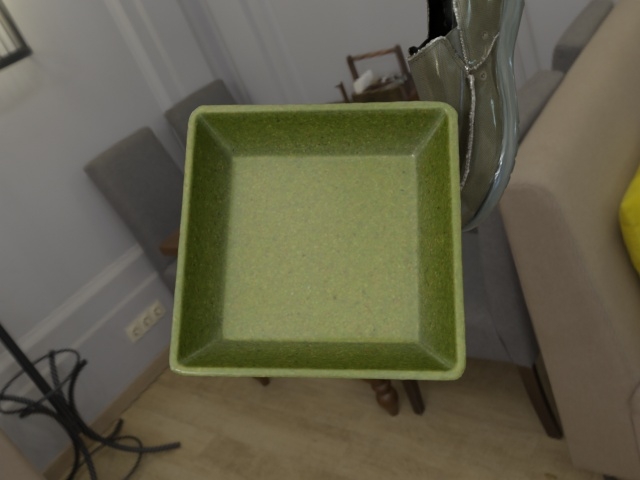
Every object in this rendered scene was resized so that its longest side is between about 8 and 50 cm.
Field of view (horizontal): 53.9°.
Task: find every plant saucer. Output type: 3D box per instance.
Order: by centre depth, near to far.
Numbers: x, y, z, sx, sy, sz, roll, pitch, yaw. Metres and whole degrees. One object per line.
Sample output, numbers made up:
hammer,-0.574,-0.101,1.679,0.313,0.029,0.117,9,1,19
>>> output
plant saucer,0.000,0.000,0.436,0.188,0.045,0.189,0,76,5

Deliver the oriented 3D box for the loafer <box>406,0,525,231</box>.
loafer,0.106,-0.133,0.516,0.087,0.251,0.094,1,6,-14
